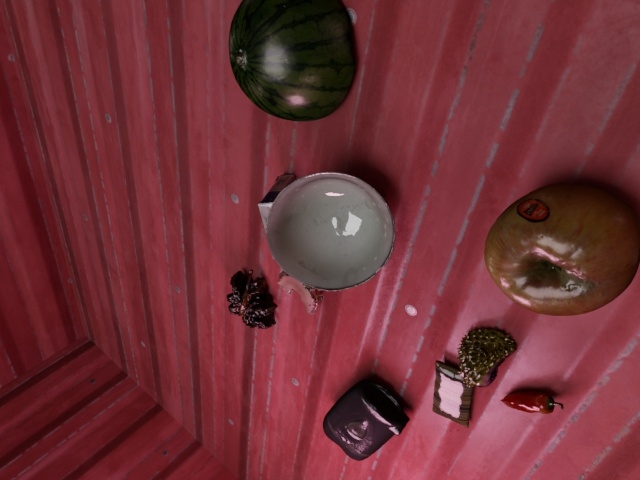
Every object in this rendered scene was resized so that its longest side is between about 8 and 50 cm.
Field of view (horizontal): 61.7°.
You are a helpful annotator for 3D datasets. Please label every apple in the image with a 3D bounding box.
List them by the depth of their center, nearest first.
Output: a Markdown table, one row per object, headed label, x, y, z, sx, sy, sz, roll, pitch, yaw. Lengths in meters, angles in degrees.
| label | x | y | z | sx | sy | sz | roll | pitch | yaw |
| --- | --- | --- | --- | --- | --- | --- | --- | --- | --- |
| apple | 0.436 | 0.016 | 0.973 | 0.260 | 0.194 | 0.261 | 23 | 132 | 28 |

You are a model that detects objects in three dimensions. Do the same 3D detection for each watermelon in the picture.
| label | x | y | z | sx | sy | sz | roll | pitch | yaw |
| --- | --- | --- | --- | --- | --- | --- | --- | --- | --- |
| watermelon | -0.090 | -0.413 | 1.200 | 0.330 | 0.189 | 0.331 | 28 | 140 | 27 |

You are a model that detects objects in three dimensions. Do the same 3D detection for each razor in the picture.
| label | x | y | z | sx | sy | sz | roll | pitch | yaw |
| --- | --- | --- | --- | --- | --- | --- | --- | --- | --- |
| razor | 0.140 | 0.576 | 1.719 | 0.204 | 0.113 | 0.349 | 43 | 137 | 11 |

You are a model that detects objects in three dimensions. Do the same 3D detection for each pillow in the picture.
| label | x | y | z | sx | sy | sz | roll | pitch | yaw |
| --- | --- | --- | --- | --- | --- | --- | --- | --- | --- |
| pillow | 0.359 | 0.417 | 1.453 | 0.113 | 0.038 | 0.204 | 19 | 130 | 31 |

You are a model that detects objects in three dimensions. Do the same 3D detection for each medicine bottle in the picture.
| label | x | y | z | sx | sy | sz | roll | pitch | yaw |
| --- | --- | --- | --- | --- | --- | --- | --- | --- | --- |
| medicine bottle | -0.100 | -0.065 | 1.437 | 0.052 | 0.201 | 0.171 | -5 | 116 | 17 |

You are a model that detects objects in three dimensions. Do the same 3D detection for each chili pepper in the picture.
| label | x | y | z | sx | sy | sz | roll | pitch | yaw |
| --- | --- | --- | --- | --- | --- | --- | --- | --- | --- |
| chili pepper | 0.503 | 0.385 | 1.277 | 0.059 | 0.050 | 0.191 | 23 | 159 | -22 |

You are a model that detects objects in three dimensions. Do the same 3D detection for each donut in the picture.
| label | x | y | z | sx | sy | sz | roll | pitch | yaw |
| --- | --- | --- | --- | --- | --- | --- | --- | --- | --- |
| donut | -0.054 | 0.137 | 1.636 | 0.166 | 0.065 | 0.117 | 42 | 140 | 12 |

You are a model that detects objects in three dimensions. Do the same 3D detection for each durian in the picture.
| label | x | y | z | sx | sy | sz | roll | pitch | yaw |
| --- | --- | --- | --- | --- | --- | --- | --- | --- | --- |
| durian | 0.375 | 0.290 | 1.291 | 0.119 | 0.108 | 0.187 | 40 | 138 | 16 |

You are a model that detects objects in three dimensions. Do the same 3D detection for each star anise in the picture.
| label | x | y | z | sx | sy | sz | roll | pitch | yaw |
| --- | --- | --- | --- | --- | --- | --- | --- | --- | --- |
| star anise | -0.246 | 0.215 | 1.838 | 0.190 | 0.125 | 0.220 | -17 | 107 | 53 |

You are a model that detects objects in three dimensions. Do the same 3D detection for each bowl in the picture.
| label | x | y | z | sx | sy | sz | roll | pitch | yaw |
| --- | --- | --- | --- | --- | --- | --- | --- | --- | --- |
| bowl | 0.030 | -0.042 | 1.337 | 0.313 | 0.146 | 0.314 | 3 | 115 | 6 |
